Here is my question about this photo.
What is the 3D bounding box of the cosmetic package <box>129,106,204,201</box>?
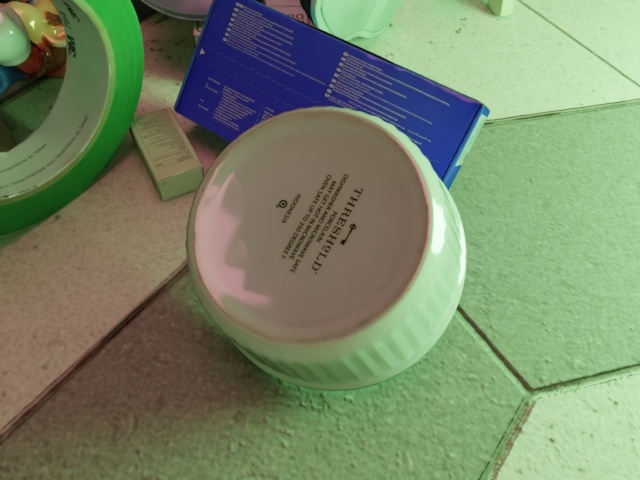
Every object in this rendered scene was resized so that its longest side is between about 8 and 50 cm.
[{"bbox_3d":[-0.192,-0.109,0.697,0.060,0.041,0.115,-21,59,-18],"label":"cosmetic package"}]

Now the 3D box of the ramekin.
[{"bbox_3d":[0.000,0.000,0.526,0.273,0.127,0.272,-4,73,12],"label":"ramekin"}]

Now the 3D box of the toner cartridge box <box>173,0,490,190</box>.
[{"bbox_3d":[0.003,-0.154,0.666,0.348,0.165,0.075,31,16,16],"label":"toner cartridge box"}]

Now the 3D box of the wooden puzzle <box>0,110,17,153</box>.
[{"bbox_3d":[-0.526,-0.131,0.694,0.239,0.044,0.221,-24,60,-24],"label":"wooden puzzle"}]

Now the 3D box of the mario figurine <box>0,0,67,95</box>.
[{"bbox_3d":[-0.417,-0.246,0.670,0.198,0.170,0.320,24,45,-2],"label":"mario figurine"}]

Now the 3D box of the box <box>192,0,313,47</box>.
[{"bbox_3d":[-0.104,-0.367,0.855,0.169,0.087,0.290,-3,56,-5],"label":"box"}]

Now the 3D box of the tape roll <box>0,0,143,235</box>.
[{"bbox_3d":[-0.323,-0.153,0.549,0.077,0.321,0.321,34,60,18],"label":"tape roll"}]

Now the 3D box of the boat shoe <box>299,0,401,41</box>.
[{"bbox_3d":[0.028,-0.340,0.776,0.091,0.114,0.302,34,22,10],"label":"boat shoe"}]

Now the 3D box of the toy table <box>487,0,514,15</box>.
[{"bbox_3d":[0.269,-0.514,0.910,0.274,0.252,0.161,-26,44,-11],"label":"toy table"}]

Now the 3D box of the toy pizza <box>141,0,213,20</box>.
[{"bbox_3d":[-0.177,-0.383,0.758,0.201,0.032,0.201,3,77,-14],"label":"toy pizza"}]
